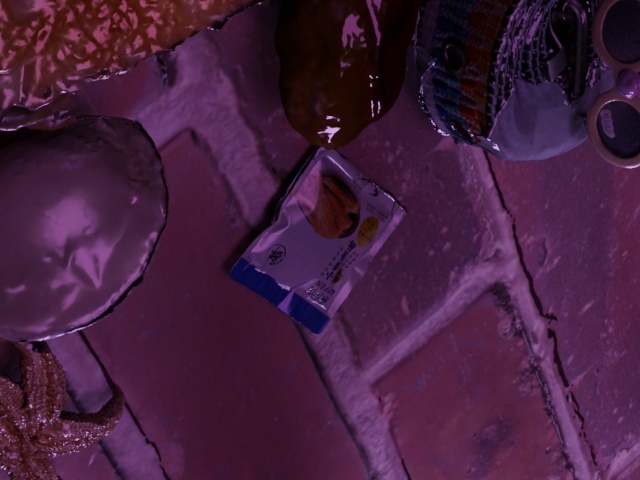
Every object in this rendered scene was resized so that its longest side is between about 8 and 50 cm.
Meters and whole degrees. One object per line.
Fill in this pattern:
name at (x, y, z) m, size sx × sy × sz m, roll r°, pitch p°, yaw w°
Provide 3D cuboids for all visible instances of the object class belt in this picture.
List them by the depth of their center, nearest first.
belt at (0.204, -0.202, 1.919) m, size 0.207 × 0.150 × 0.258 m, roll -29°, pitch 132°, yaw -32°

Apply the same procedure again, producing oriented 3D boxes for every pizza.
pizza at (-0.140, -0.301, 1.474) m, size 0.391 × 0.080 × 0.435 m, roll -1°, pitch 109°, yaw -41°

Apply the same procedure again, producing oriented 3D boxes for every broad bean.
broad bean at (0.027, -0.199, 1.789) m, size 0.156 × 0.122 × 0.229 m, roll -39°, pitch 150°, yaw -54°

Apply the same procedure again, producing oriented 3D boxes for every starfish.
starfish at (-0.279, 0.181, 1.811) m, size 0.216 × 0.071 × 0.238 m, roll -23°, pitch 137°, yaw -22°

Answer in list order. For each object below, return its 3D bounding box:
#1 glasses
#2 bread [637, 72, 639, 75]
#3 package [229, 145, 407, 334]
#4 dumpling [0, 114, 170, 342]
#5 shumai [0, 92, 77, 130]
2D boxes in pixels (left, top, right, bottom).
glasses at (0.327, -0.190, 1.935) m, size 0.220 × 0.088 × 0.190 m, roll -58°, pitch 150°, yaw -65°
bread at (0.513, -0.274, 2.067) m, size 0.324 × 0.277 × 0.167 m, roll -31°, pitch 129°, yaw -19°
package at (0.000, 0.000, 1.964) m, size 0.173 × 0.027 × 0.171 m, roll -56°, pitch 138°, yaw -2°
dumpling at (-0.235, -0.003, 1.654) m, size 0.247 × 0.172 × 0.142 m, roll -37°, pitch 166°, yaw -10°
shumai at (-0.277, -0.167, 1.545) m, size 0.201 × 0.201 × 0.120 m, roll -21°, pitch 171°, yaw -31°
